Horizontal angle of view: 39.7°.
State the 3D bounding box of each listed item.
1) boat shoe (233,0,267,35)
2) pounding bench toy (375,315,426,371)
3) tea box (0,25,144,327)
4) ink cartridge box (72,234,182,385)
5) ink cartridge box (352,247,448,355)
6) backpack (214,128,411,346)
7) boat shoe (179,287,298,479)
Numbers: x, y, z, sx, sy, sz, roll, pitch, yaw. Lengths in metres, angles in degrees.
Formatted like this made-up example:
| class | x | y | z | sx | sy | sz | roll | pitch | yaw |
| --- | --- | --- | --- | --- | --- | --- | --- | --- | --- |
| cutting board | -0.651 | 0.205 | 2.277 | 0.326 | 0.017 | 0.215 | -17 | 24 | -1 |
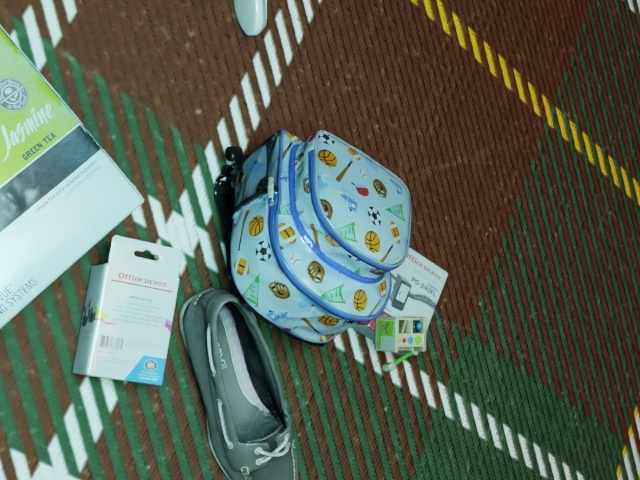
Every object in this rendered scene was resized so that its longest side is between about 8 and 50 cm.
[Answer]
| class | x | y | z | sx | sy | sz | roll | pitch | yaw |
| --- | --- | --- | --- | --- | --- | --- | --- | --- | --- |
| boat shoe | -0.095 | -0.395 | 1.322 | 0.063 | 0.066 | 0.184 | -4 | 78 | -32 |
| pounding bench toy | 0.123 | 0.156 | 1.334 | 0.065 | 0.052 | 0.083 | 4 | 85 | -32 |
| tea box | -0.442 | -0.052 | 0.961 | 0.329 | 0.220 | 0.323 | -46 | 110 | -28 |
| ink cartridge box | -0.251 | 0.092 | 1.164 | 0.104 | 0.061 | 0.181 | 15 | 78 | -32 |
| ink cartridge box | 0.124 | 0.091 | 1.408 | 0.109 | 0.063 | 0.150 | 32 | 70 | -26 |
| backpack | 0.000 | 0.000 | 1.226 | 0.276 | 0.213 | 0.263 | 26 | 55 | -28 |
| boat shoe | -0.102 | 0.227 | 1.227 | 0.112 | 0.095 | 0.335 | -25 | 98 | -32 |
